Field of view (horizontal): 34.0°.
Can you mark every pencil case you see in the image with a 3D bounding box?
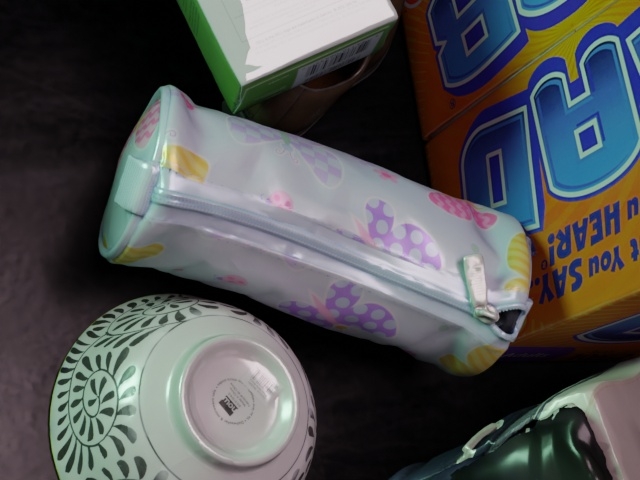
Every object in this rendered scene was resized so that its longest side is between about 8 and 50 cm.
[{"bbox_3d":[0.000,0.000,0.658,0.273,0.113,0.124,20,23,-19],"label":"pencil case"}]

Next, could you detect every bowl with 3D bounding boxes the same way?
[{"bbox_3d":[-0.062,0.101,0.605,0.170,0.080,0.170,12,65,-27],"label":"bowl"}]

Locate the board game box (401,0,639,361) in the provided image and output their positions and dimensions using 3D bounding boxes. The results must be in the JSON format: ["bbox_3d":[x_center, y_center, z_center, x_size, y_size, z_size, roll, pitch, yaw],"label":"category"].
[{"bbox_3d":[0.316,-0.127,0.762,0.356,0.356,0.356,3,69,-30],"label":"board game box"}]

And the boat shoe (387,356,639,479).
[{"bbox_3d":[0.165,0.158,0.708,0.340,0.158,0.127,15,53,-58],"label":"boat shoe"}]

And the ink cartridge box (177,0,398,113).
[{"bbox_3d":[-0.049,-0.198,0.654,0.109,0.062,0.209,-26,86,-12],"label":"ink cartridge box"}]

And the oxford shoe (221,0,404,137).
[{"bbox_3d":[0.021,-0.158,0.760,0.083,0.096,0.227,37,54,-11],"label":"oxford shoe"}]
